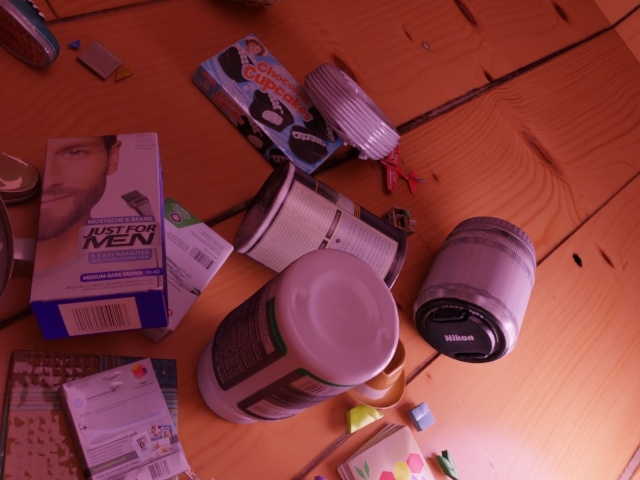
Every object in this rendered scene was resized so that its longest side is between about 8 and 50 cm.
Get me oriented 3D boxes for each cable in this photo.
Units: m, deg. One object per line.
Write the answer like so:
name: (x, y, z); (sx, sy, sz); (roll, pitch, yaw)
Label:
cable: (0.070, -0.290, 1.548); (0.257, 0.089, 0.257); (51, 16, 10)

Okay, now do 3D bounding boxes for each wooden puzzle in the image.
wooden puzzle: (-0.434, -0.356, 1.369); (0.116, 0.014, 0.078); (44, 45, -6)

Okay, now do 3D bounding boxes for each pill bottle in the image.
pill bottle: (-0.055, 0.172, 1.109); (0.204, 0.361, 0.204); (16, 58, -27)

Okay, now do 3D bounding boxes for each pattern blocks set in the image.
pattern blocks set: (0.127, 0.445, 1.303); (0.324, 0.026, 0.285); (-8, 71, -36)

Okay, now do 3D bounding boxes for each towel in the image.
towel: (-0.341, 0.351, 1.037); (0.271, 0.040, 0.370); (10, 59, -30)

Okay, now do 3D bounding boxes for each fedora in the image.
fedora: (0.111, 0.230, 1.358); (0.194, 0.079, 0.194); (21, 45, -23)

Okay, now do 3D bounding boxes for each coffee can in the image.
coffee can: (0.000, 0.000, 1.342); (0.275, 0.201, 0.202); (31, 52, -17)

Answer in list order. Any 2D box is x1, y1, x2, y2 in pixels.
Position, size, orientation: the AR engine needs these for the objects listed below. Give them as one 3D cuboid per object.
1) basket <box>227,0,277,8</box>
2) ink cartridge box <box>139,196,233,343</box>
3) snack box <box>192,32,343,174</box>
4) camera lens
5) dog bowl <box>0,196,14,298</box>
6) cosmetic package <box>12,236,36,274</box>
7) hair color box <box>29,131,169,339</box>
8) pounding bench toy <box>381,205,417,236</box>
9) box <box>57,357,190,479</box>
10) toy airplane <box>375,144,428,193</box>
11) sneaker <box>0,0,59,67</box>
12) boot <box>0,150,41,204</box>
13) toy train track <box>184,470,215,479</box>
basket: (-0.150, -0.702, 1.545); (0.213, 0.223, 0.299); (2, 91, -34)
ink cartridge box: (-0.274, 0.051, 1.207); (0.153, 0.087, 0.208); (40, 51, -9)
snack box: (-0.105, -0.289, 1.520); (0.322, 0.060, 0.187); (46, 48, -4)
camera lens: (0.337, 0.108, 1.496); (0.219, 0.219, 0.274); (39, 51, -10)
dog bowl: (-0.604, 0.030, 0.946); (0.348, 0.102, 0.349); (6, 70, -18)
cosmetic package: (-0.497, 0.022, 1.093); (0.115, 0.060, 0.041); (9, 60, -32)
hair color box: (-0.342, -0.020, 1.098); (0.185, 0.110, 0.339); (-5, 49, -10)
pounding bench toy: (0.185, -0.048, 1.569); (0.052, 0.083, 0.065); (9, 62, -30)
box: (-0.298, 0.287, 1.052); (0.145, 0.038, 0.186); (-13, 73, -39)
toy airplane: (0.192, -0.167, 1.674); (0.151, 0.028, 0.151); (15, 60, -27)
sneaker: (-0.576, -0.451, 1.262); (0.302, 0.108, 0.121); (43, 54, -5)
boot: (-0.550, -0.151, 1.054); (0.262, 0.203, 0.095); (17, 58, -24)
toy train track: (-0.197, 0.394, 1.118); (0.083, 0.014, 0.048); (51, 34, -16)
